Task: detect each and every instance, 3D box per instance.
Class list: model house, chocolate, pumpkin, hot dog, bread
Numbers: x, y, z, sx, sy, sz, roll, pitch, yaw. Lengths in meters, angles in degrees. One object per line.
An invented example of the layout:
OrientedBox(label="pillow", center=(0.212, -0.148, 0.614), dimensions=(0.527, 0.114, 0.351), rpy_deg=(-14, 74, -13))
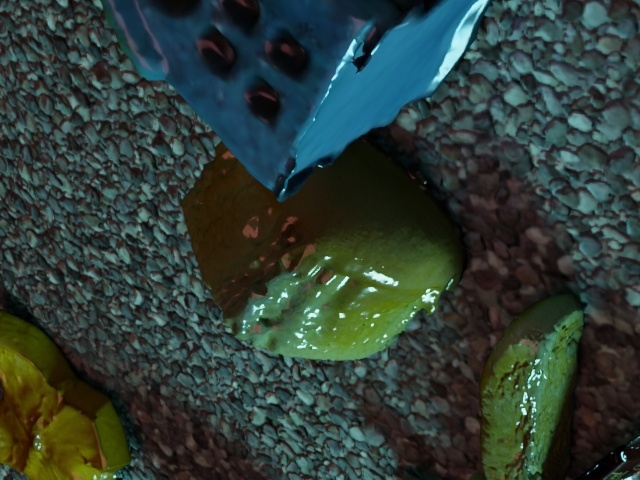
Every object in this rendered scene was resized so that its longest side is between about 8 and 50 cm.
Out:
OrientedBox(label="model house", center=(-0.027, -0.221, 1.089), dimensions=(0.303, 0.237, 0.215), rpy_deg=(40, 135, 13))
OrientedBox(label="chocolate", center=(0.267, 0.214, 1.259), dimensions=(0.182, 0.086, 0.028), rpy_deg=(-48, 55, 45))
OrientedBox(label="pumpkin", center=(-0.356, 0.246, 1.795), dimensions=(0.258, 0.095, 0.290), rpy_deg=(35, 132, 22))
OrientedBox(label="hot dog", center=(0.188, 0.149, 1.276), dimensions=(0.073, 0.084, 0.242), rpy_deg=(20, 131, 29))
OrientedBox(label="bread", center=(0.000, 0.000, 1.278), dimensions=(0.262, 0.162, 0.204), rpy_deg=(35, 126, -4))

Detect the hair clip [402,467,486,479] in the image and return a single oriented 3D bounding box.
OrientedBox(label="hair clip", center=(0.168, 0.300, 1.419), dimensions=(0.218, 0.071, 0.159), rpy_deg=(24, 129, 20))
